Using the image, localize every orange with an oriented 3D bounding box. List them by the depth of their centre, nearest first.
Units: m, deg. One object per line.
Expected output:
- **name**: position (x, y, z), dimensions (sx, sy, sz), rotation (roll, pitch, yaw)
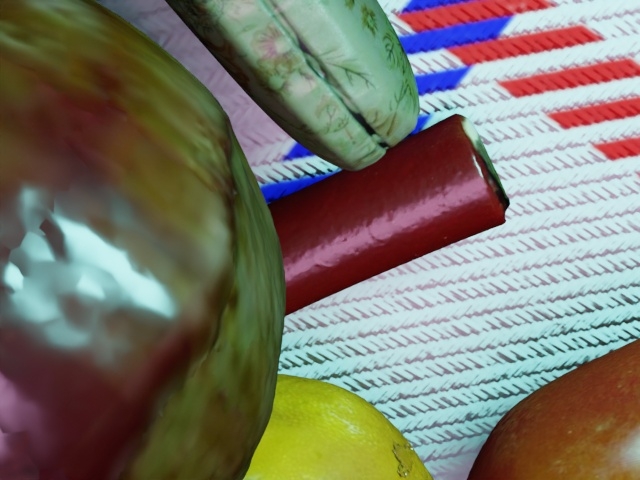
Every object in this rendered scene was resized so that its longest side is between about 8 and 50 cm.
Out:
- **orange**: position (-0.032, 0.205, 1.232), dimensions (0.240, 0.240, 0.240), rotation (-4, 121, -6)

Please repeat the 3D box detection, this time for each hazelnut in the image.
- **hazelnut**: position (-0.213, 0.018, 0.989), dimensions (0.421, 0.421, 0.352), rotation (22, 121, -20)

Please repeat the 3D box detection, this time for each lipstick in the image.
- **lipstick**: position (0.000, 0.000, 1.204), dimensions (0.241, 0.080, 0.080), rotation (-25, 121, 7)

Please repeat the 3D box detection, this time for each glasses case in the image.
- **glasses case**: position (-0.085, -0.208, 1.019), dimensions (0.098, 0.156, 0.425), rotation (-37, 119, 5)

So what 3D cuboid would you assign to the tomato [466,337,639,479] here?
- **tomato**: position (0.251, 0.215, 1.246), dimensions (0.293, 0.289, 0.325), rotation (-36, 121, 16)
